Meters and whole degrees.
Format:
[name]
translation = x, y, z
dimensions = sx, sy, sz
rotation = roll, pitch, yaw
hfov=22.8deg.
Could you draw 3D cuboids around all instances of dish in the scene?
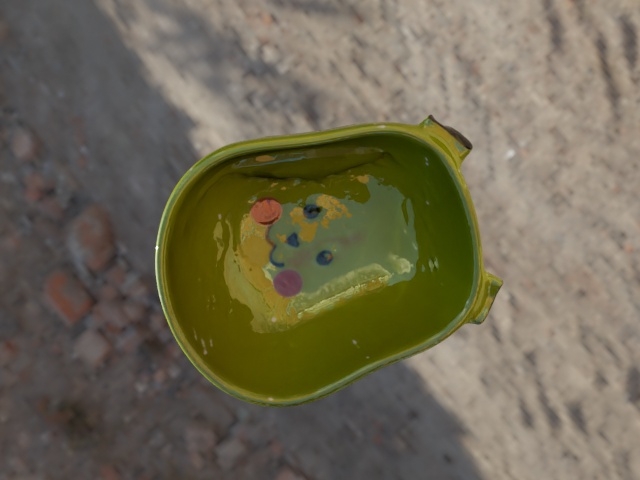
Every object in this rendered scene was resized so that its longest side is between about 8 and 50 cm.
[dish]
translation = 0.000, 0.000, 1.260
dimensions = 0.108, 0.262, 0.221
rotation = -107, 0, -69
